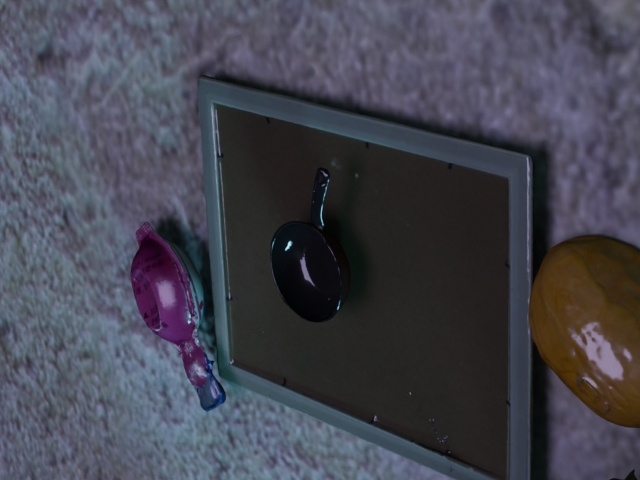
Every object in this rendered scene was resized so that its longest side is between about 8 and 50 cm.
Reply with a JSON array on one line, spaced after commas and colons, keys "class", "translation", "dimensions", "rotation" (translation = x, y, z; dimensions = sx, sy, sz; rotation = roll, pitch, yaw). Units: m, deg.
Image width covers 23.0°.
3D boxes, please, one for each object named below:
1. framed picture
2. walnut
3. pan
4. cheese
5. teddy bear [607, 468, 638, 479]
[{"class": "framed picture", "translation": [0.027, 0.024, 1.020], "dimensions": [0.296, 0.019, 0.232], "rotation": [19, 119, 43]}, {"class": "walnut", "translation": [0.156, 0.054, 0.866], "dimensions": [0.121, 0.052, 0.091], "rotation": [51, 134, 17]}, {"class": "pan", "translation": [0.000, 0.000, 1.003], "dimensions": [0.068, 0.023, 0.115], "rotation": [40, 135, 32]}, {"class": "cheese", "translation": [-0.105, 0.056, 1.152], "dimensions": [0.145, 0.038, 0.095], "rotation": [68, 155, 7]}, {"class": "teddy bear", "translation": [0.136, 0.221, 0.810], "dimensions": [0.156, 0.256, 0.267], "rotation": [51, 137, 26]}]
